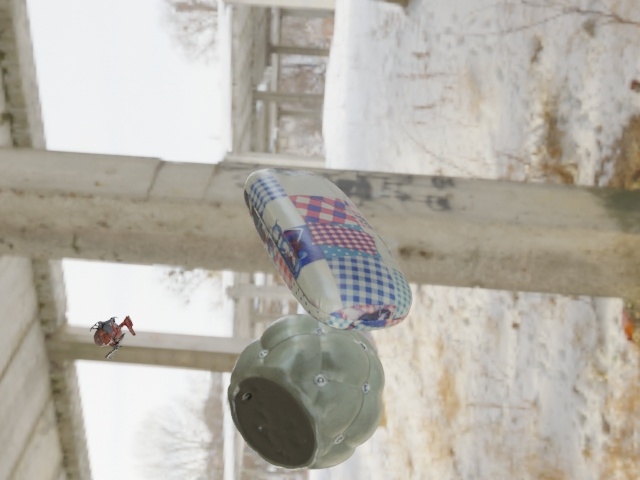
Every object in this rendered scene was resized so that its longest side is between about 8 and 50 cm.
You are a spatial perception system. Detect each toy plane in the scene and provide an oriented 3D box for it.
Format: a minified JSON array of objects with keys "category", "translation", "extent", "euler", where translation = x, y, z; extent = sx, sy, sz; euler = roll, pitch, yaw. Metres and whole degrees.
[{"category":"toy plane","translation":[-0.356,0.160,1.436],"extent":[0.145,0.037,0.060],"euler":[-35,76,47]}]

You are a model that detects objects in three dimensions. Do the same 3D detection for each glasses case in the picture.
[{"category":"glasses case","translation":[0.000,0.000,0.997],"extent":[0.327,0.125,0.076],"euler":[-124,40,-53]}]

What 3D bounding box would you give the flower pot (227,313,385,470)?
[{"category":"flower pot","translation":[-0.017,0.233,1.303],"extent":[0.195,0.246,0.246],"euler":[-33,-44,-47]}]
